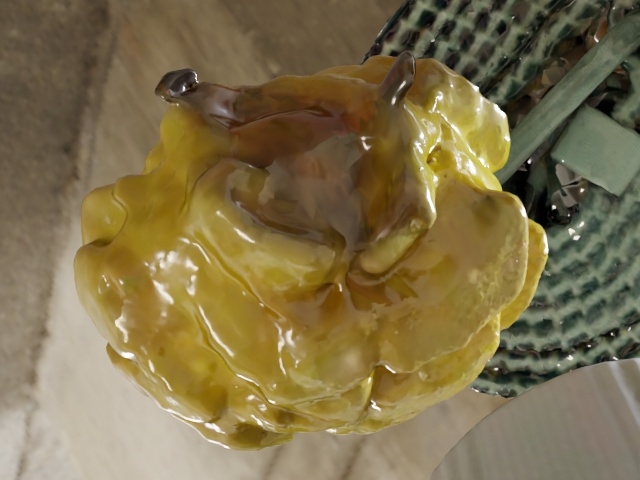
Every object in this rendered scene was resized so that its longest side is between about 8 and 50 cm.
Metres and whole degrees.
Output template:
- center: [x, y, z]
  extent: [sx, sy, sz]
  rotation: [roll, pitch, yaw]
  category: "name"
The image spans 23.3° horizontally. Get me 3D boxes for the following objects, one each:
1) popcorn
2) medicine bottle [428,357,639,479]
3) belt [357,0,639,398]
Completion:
- center: [0.000, 0.000, 0.553]
  extent: [0.167, 0.148, 0.152]
  rotation: [-32, 138, -26]
  category: "popcorn"
- center: [0.117, 0.177, 0.345]
  extent: [0.242, 0.242, 0.395]
  rotation: [-42, -170, 14]
  category: "medicine bottle"
- center: [0.137, -0.058, 0.728]
  extent: [0.295, 0.207, 0.160]
  rotation: [-43, 169, 16]
  category: "belt"
